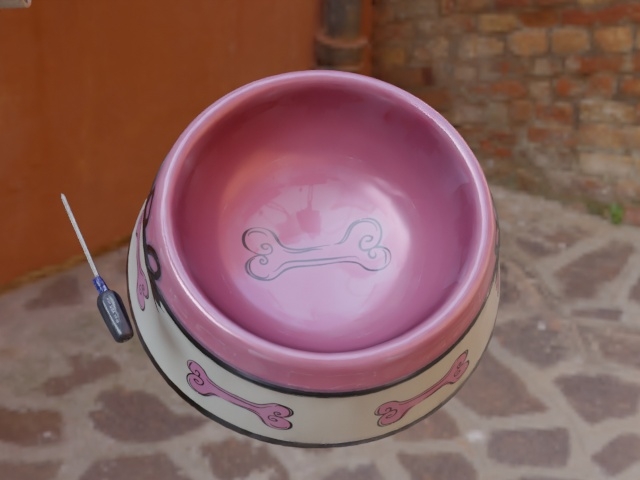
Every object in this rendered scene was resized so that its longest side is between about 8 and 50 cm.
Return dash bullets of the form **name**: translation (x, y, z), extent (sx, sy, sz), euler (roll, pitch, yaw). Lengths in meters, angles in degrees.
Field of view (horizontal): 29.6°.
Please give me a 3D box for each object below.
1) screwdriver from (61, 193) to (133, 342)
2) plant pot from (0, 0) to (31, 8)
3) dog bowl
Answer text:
- **screwdriver**: translation (-0.221, 0.026, 1.163), extent (0.170, 0.025, 0.024), euler (57, 15, 23)
- **plant pot**: translation (-0.310, -0.287, 0.798), extent (0.191, 0.284, 0.284), euler (-7, 25, -7)
- **dog bowl**: translation (0.000, 0.000, 1.255), extent (0.408, 0.150, 0.408), euler (2, 64, -4)
